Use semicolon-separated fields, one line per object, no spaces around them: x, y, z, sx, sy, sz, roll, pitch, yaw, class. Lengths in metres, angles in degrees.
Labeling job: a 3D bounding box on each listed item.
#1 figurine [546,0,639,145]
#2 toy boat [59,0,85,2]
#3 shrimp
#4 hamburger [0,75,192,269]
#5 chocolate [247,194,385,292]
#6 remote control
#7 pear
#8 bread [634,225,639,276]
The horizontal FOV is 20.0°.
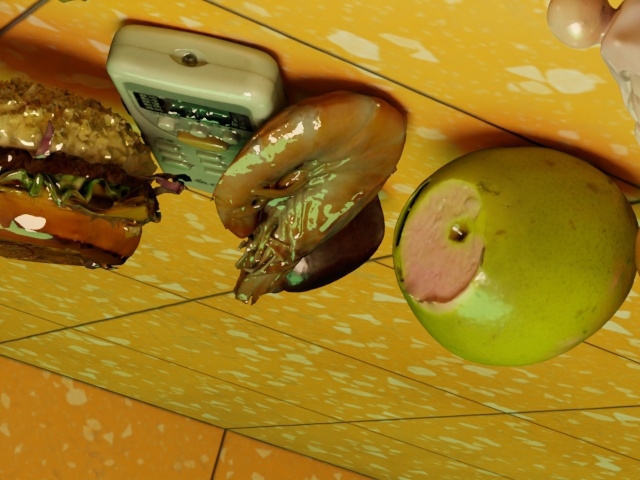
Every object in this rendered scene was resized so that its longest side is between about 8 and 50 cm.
0.221;-0.119;0.966;0.200;0.133;0.276;23;164;18;figurine
-0.163;-0.191;1.300;0.115;0.016;0.063;4;162;38;toy boat
-0.034;-0.027;1.478;0.152;0.063;0.287;-6;149;-36;shrimp
-0.237;-0.057;1.504;0.262;0.138;0.243;11;172;-12;hamburger
0.000;0.000;1.654;0.125;0.080;0.148;-17;-176;2;chocolate
-0.090;-0.096;1.511;0.140;0.056;0.296;14;165;8;remote control
0.166;0.013;1.444;0.220;0.187;0.187;9;172;-39;pear
0.401;-0.005;1.188;0.337;0.148;0.328;18;170;-21;bread
